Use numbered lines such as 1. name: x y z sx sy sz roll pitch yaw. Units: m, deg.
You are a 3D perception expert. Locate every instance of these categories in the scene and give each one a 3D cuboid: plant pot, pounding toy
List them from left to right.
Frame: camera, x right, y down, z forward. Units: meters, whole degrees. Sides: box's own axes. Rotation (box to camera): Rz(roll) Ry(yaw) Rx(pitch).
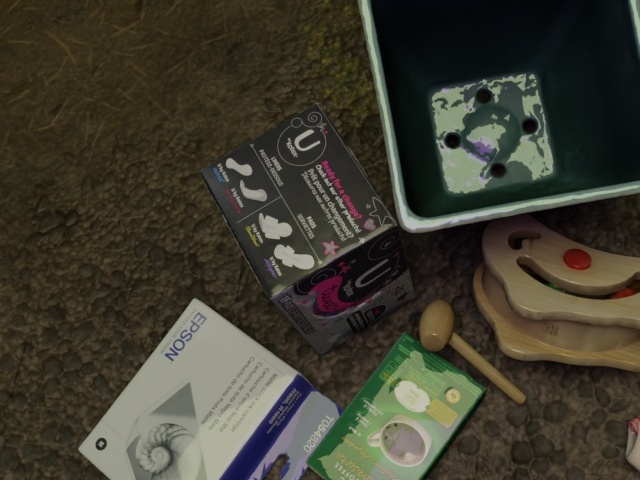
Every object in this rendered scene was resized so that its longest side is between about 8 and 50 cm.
1. plant pot: 0.185 -0.135 0.870 0.246 0.252 0.248 -10 83 6
2. pounding toy: 0.242 0.074 0.914 0.269 0.155 0.154 6 42 3

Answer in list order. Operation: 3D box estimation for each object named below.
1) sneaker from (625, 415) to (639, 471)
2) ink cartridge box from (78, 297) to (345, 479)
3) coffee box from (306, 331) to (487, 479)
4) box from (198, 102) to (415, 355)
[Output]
1. sneaker: 0.361 0.184 0.857 0.070 0.051 0.134 31 82 14
2. ink cartridge box: -0.123 0.214 0.943 0.224 0.045 0.223 32 78 20
3. coffee box: 0.083 0.204 0.910 0.113 0.040 0.184 34 79 20
4. box: 0.000 0.000 0.890 0.142 0.247 0.163 -31 67 0
